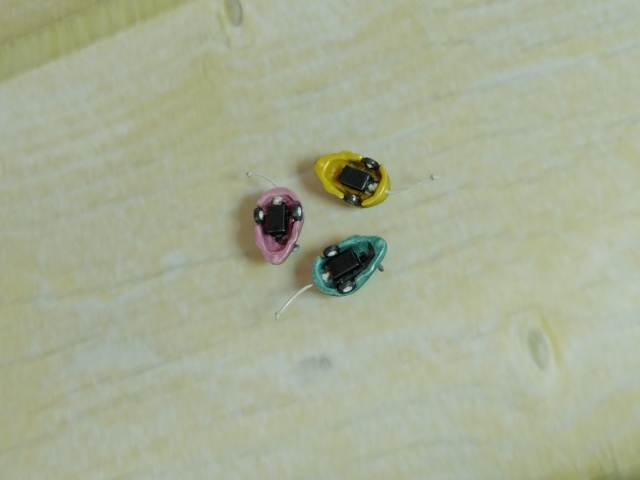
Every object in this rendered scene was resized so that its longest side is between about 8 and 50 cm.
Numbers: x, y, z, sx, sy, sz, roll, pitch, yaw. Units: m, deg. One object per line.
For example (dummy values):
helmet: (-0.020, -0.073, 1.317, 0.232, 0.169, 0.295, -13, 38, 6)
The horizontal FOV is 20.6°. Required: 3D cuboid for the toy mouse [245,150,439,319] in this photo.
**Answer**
toy mouse: (0.000, 0.000, 1.358, 0.161, 0.031, 0.143, 17, 79, 26)
